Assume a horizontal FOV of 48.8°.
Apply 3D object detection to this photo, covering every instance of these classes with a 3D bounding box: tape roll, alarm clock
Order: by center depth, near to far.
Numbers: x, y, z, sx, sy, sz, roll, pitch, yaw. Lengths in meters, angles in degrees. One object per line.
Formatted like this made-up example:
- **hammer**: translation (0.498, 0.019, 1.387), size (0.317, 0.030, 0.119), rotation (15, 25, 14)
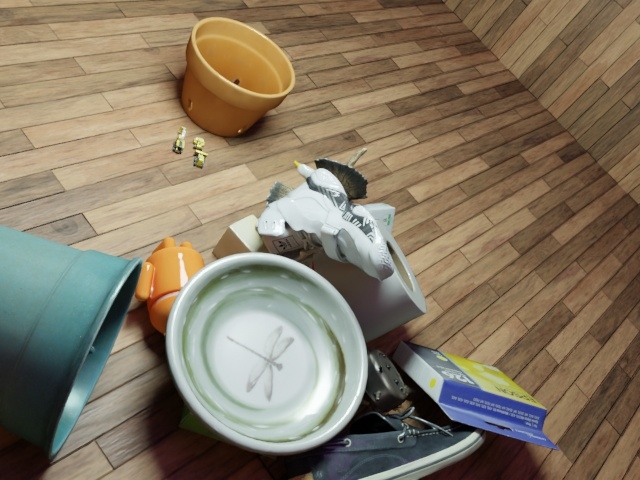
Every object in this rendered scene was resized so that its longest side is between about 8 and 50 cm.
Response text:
- **alarm clock**: translation (0.137, 0.296, 1.498), size (0.129, 0.064, 0.192), rotation (61, 10, 26)
- **tape roll**: translation (0.114, 0.096, 1.625), size (0.246, 0.169, 0.246), rotation (57, 14, -22)

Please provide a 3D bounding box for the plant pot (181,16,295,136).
- **plant pot**: translation (-0.241, -0.415, 1.869), size (0.291, 0.203, 0.291), rotation (21, 44, -22)

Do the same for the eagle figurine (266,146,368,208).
- **eagle figurine**: translation (0.008, -0.122, 1.780), size (0.225, 0.226, 0.298), rotation (12, 17, 8)

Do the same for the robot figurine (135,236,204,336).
- **robot figurine**: translation (-0.291, 0.101, 1.424), size (0.128, 0.158, 0.219), rotation (-17, 57, 1)

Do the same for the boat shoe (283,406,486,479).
- **boat shoe**: translation (0.139, 0.419, 1.422), size (0.500, 0.187, 0.156), rotation (-6, 63, -34)

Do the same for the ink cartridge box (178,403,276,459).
- **ink cartridge box**: translation (-0.157, 0.333, 1.363), size (0.209, 0.062, 0.109), rotation (25, 42, -17)

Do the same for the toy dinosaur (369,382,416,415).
- **toy dinosaur**: translation (0.127, 0.335, 1.590), size (0.211, 0.064, 0.112), rotation (26, 29, -31)

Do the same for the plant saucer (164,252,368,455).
- **plant saucer**: translation (-0.107, 0.218, 1.351), size (0.400, 0.100, 0.400), rotation (14, 55, -20)

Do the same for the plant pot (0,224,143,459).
- **plant pot**: translation (-0.505, 0.121, 1.116), size (0.334, 0.341, 0.341), rotation (23, 42, -6)

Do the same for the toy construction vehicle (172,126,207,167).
- **toy construction vehicle**: translation (-0.323, -0.238, 1.776), size (0.086, 0.035, 0.098), rotation (22, 44, -20)

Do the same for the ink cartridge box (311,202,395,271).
- **ink cartridge box**: translation (0.085, 0.004, 1.762), size (0.224, 0.181, 0.056), rotation (-8, 22, -43)

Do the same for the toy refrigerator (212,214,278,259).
- **toy refrigerator**: translation (-0.111, 0.079, 1.599), size (0.269, 0.102, 0.094), rotation (48, 41, 10)

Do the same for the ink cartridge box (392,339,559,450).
- **ink cartridge box**: translation (0.358, 0.345, 1.618), size (0.303, 0.072, 0.307), rotation (20, 6, -23)

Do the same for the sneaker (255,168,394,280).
- **sneaker**: translation (0.000, 0.000, 1.485), size (0.366, 0.210, 0.137), rotation (53, -8, 49)
